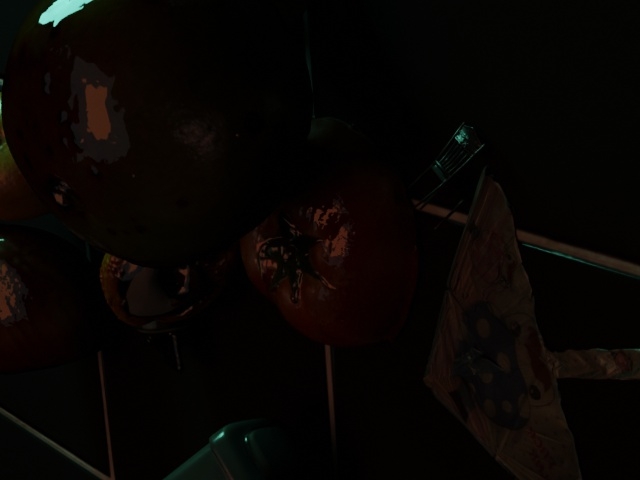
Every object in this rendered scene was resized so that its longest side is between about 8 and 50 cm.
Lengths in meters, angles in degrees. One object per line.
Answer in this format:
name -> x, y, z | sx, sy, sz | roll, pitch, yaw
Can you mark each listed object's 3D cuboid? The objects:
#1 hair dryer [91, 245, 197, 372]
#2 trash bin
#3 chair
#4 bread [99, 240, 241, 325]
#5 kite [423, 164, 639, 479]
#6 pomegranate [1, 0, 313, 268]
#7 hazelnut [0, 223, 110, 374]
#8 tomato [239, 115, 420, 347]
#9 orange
hair dryer -> -0.215, 0.032, 1.869 | 0.248, 0.078, 0.196 | 21, 121, 62
trash bin -> -0.105, 0.283, 1.649 | 0.101, 0.236, 0.177 | 56, -175, 25
chair -> 0.110, -0.053, 1.368 | 0.086, 0.042, 0.037 | -47, 44, 12
bread -> -0.143, -0.022, 1.671 | 0.095, 0.139, 0.269 | -115, 36, -54
kite -> 0.173, 0.102, 1.359 | 0.314, 0.011, 0.335 | -14, 91, 57
pomegranate -> -0.116, -0.119, 1.439 | 0.290, 0.323, 0.291 | 19, 119, 37
hazelnut -> -0.360, 0.068, 1.990 | 0.212, 0.181, 0.181 | -14, 85, 31
tomato -> -0.003, -0.001, 1.515 | 0.225, 0.085, 0.225 | 22, 118, 48
orange -> -0.354, -0.099, 1.945 | 0.159, 0.159, 0.136 | 63, -174, 17
